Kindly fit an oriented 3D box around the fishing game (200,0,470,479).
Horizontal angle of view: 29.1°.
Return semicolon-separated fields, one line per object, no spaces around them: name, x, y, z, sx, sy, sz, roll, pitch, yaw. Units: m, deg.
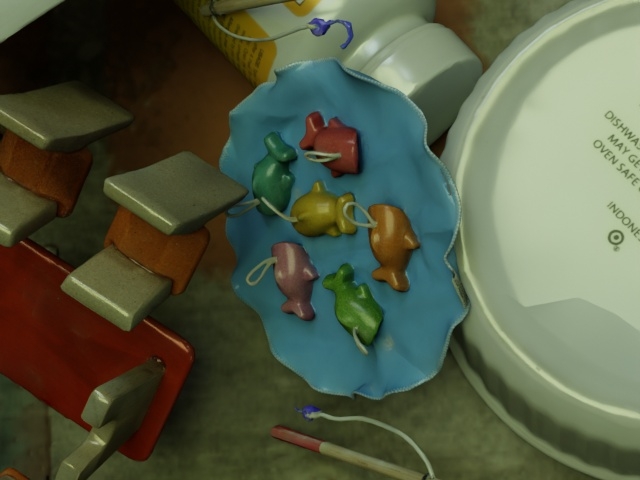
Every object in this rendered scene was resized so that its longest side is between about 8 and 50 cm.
fishing game;0.000;0.000;0.630;0.189;0.041;0.264;9;110;48

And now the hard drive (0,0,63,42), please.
hard drive;-0.186;-0.188;0.696;0.210;0.040;0.319;-32;33;6

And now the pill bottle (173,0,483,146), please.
pill bottle;-0.009;-0.140;0.704;0.117;0.117;0.208;-43;72;3

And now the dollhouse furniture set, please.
dollhouse furniture set;-0.189;0.026;0.687;0.259;0.135;0.262;32;113;10

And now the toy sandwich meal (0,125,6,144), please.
toy sandwich meal;-0.231;-0.043;0.787;0.085;0.029;0.086;-3;79;14

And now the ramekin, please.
ramekin;0.179;-0.008;0.623;0.272;0.127;0.273;-3;79;16
